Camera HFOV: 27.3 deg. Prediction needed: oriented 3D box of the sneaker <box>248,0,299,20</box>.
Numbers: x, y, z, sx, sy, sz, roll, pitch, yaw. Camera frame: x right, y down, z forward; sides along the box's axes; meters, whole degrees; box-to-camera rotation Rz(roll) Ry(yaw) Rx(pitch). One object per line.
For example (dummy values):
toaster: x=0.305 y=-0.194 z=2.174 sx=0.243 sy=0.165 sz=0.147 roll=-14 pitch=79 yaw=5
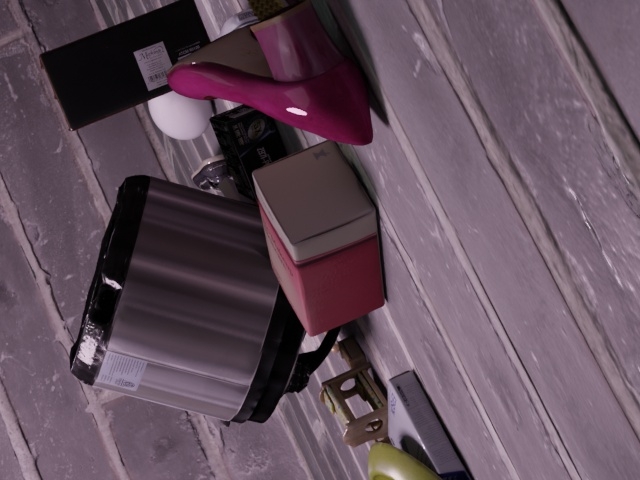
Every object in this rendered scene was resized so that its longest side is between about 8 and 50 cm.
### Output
sneaker: x=-0.065 y=-0.336 z=1.645 sx=0.185 sy=0.084 sz=0.069 roll=46 pitch=151 yaw=-20

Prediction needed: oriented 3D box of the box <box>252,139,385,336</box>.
box: x=0.000 y=0.000 z=1.841 sx=0.232 sy=0.126 sz=0.149 roll=80 pitch=164 yaw=-53

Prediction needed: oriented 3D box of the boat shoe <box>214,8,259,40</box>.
boat shoe: x=-0.114 y=-0.278 z=1.983 sx=0.076 sy=0.080 sz=0.228 roll=67 pitch=162 yaw=5

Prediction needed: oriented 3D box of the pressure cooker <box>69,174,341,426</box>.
pressure cooker: x=-0.175 y=0.113 z=2.184 sx=0.370 sy=0.420 sz=0.376 roll=179 pitch=107 yaw=-80

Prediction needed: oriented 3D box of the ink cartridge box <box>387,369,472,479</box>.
ink cartridge box: x=0.165 y=0.335 z=1.956 sx=0.223 sy=0.045 sz=0.224 roll=85 pitch=159 yaw=-59

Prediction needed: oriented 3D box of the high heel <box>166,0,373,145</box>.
high heel: x=-0.074 y=-0.175 z=1.642 sx=0.181 sy=0.127 sz=0.377 roll=62 pitch=157 yaw=-11

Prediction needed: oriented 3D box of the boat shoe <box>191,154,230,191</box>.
boat shoe: x=-0.241 y=-0.134 z=2.941 sx=0.206 sy=0.075 sz=0.065 roll=133 pitch=117 yaw=-74

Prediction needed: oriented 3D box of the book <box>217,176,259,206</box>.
book: x=-0.116 y=-0.057 z=2.390 sx=0.144 sy=0.035 sz=0.096 roll=24 pitch=-154 yaw=-55

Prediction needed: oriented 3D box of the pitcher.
pitcher: x=-0.287 y=-0.313 z=2.682 sx=0.125 sy=0.178 sz=0.207 roll=18 pitch=161 yaw=23

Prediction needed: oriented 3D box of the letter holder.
letter holder: x=-0.368 y=-0.330 z=2.513 sx=0.214 sy=0.301 sz=0.152 roll=-166 pitch=53 yaw=-78

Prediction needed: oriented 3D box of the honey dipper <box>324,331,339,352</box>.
honey dipper: x=-0.005 y=0.141 z=2.470 sx=0.161 sy=0.030 sz=0.030 roll=59 pitch=168 yaw=17

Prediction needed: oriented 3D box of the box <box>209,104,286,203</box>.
box: x=-0.116 y=-0.152 z=2.241 sx=0.180 sy=0.077 sz=0.147 roll=-153 pitch=40 yaw=-75

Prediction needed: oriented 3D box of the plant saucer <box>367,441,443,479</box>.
plant saucer: x=0.152 y=0.397 z=1.936 sx=0.241 sy=0.037 sz=0.241 roll=38 pitch=158 yaw=18

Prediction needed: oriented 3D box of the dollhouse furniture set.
dollhouse furniture set: x=0.058 y=0.293 z=2.256 sx=0.182 sy=0.101 sz=0.161 roll=-124 pitch=15 yaw=-47
